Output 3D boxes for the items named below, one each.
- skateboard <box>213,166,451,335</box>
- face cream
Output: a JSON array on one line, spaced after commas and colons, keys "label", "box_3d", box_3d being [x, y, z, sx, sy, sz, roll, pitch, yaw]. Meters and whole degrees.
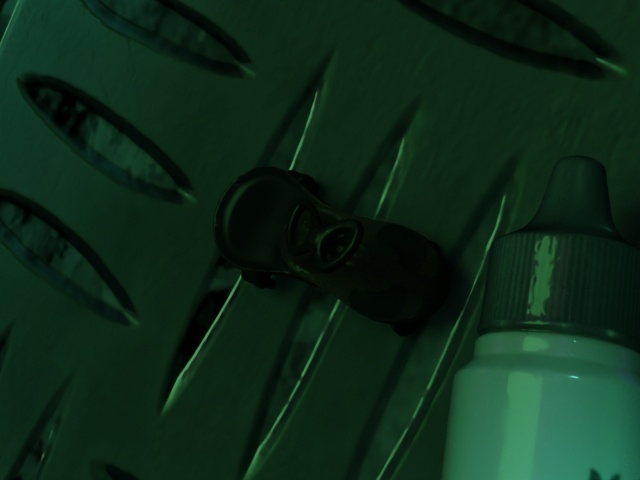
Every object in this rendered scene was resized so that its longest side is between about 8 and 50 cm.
[{"label": "skateboard", "box_3d": [0.000, 0.000, 0.906, 0.151, 0.080, 0.067, 21, 85, 46]}, {"label": "face cream", "box_3d": [0.093, 0.115, 0.760, 0.092, 0.092, 0.311, -6, 73, 45]}]
